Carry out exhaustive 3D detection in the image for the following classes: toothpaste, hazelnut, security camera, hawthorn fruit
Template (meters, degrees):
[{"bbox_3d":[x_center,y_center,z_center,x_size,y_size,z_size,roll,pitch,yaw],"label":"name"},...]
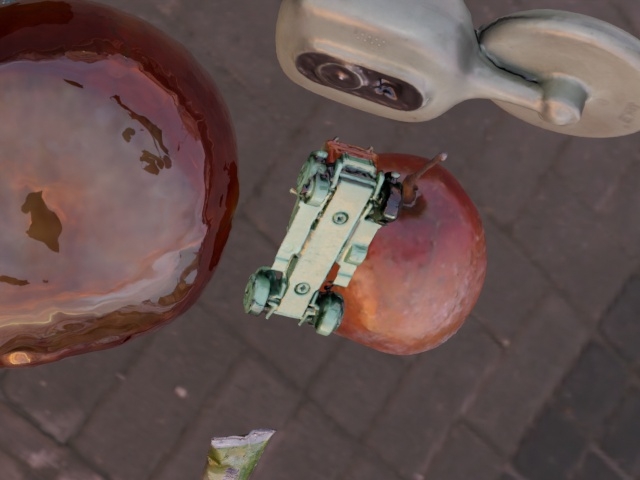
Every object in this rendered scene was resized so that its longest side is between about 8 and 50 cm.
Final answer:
[{"bbox_3d":[-0.117,0.281,1.706,0.078,0.046,0.248,-4,144,-25],"label":"toothpaste"},{"bbox_3d":[-0.277,-0.050,1.435,0.410,0.359,0.359,-11,107,7],"label":"hazelnut"},{"bbox_3d":[0.113,-0.128,1.133,0.302,0.157,0.080,17,67,3],"label":"security camera"},{"bbox_3d":[0.084,0.000,1.790,0.231,0.235,0.262,-11,110,-57],"label":"hawthorn fruit"}]

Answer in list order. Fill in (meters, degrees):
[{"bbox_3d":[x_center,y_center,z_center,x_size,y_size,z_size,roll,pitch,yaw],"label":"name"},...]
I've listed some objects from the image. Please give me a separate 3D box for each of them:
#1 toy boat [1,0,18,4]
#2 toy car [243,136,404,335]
[{"bbox_3d":[-0.325,-0.232,1.660,0.058,0.069,0.172,64,27,-48],"label":"toy boat"},{"bbox_3d":[0.000,0.000,1.026,0.073,0.054,0.143,13,126,-18],"label":"toy car"}]
